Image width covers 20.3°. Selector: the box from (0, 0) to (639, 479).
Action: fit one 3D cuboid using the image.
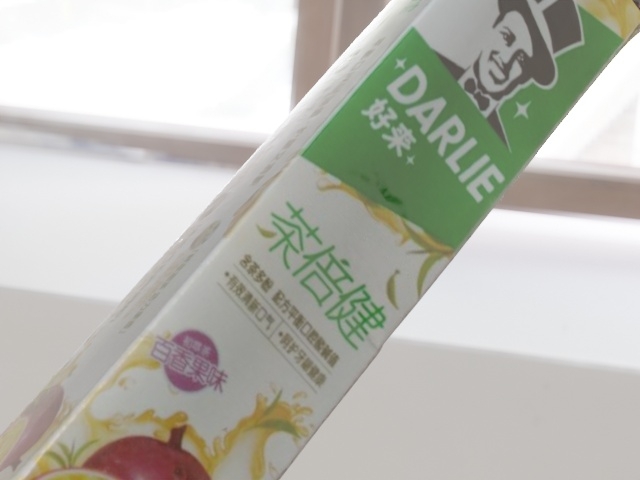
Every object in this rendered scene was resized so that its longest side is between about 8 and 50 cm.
[{"bbox_3d":[0.000,0.000,0.412,0.050,0.041,0.207,48,-113,-18],"label":"box"}]
